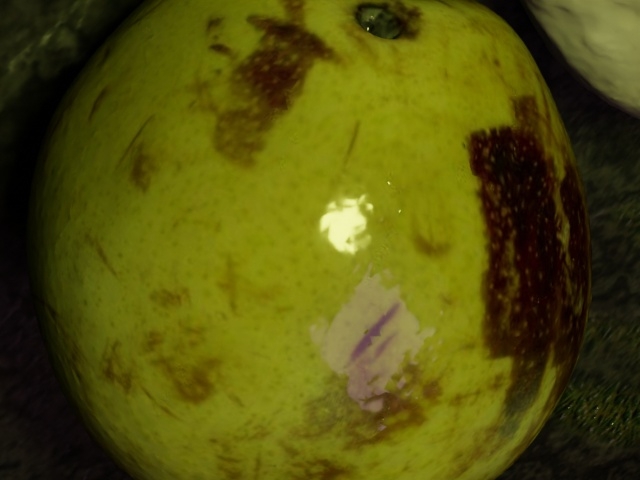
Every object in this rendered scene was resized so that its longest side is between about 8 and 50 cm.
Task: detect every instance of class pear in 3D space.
[{"bbox_3d":[0.000,0.000,0.903,0.284,0.283,0.283,-24,139,-23],"label":"pear"}]

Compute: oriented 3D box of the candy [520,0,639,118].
[{"bbox_3d":[0.248,-0.232,0.969,0.386,0.186,0.427,-46,138,11],"label":"candy"}]
